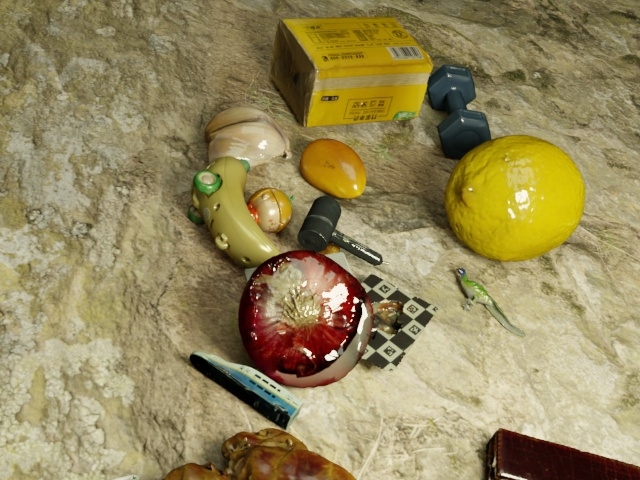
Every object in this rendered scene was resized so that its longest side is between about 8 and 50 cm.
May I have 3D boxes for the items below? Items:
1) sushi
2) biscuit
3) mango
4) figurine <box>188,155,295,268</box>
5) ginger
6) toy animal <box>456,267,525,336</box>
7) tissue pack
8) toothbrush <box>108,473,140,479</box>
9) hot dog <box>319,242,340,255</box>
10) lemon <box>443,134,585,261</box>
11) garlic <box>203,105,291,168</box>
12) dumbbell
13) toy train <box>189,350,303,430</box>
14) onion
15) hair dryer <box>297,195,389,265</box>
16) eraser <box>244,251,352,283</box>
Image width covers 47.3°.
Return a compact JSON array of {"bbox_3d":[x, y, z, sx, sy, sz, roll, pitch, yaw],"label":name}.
[{"bbox_3d":[0.122,0.181,1.555,0.192,0.040,0.210,27,50,25],"label":"sushi"},{"bbox_3d":[0.502,0.458,1.373,0.388,0.073,0.107,16,44,-1],"label":"biscuit"},{"bbox_3d":[0.037,-0.184,1.870,0.141,0.102,0.217,-21,52,-26],"label":"mango"},{"bbox_3d":[-0.169,-0.065,1.678,0.222,0.124,0.325,-13,53,-32],"label":"figurine"},{"bbox_3d":[-0.108,0.429,1.158,0.357,0.152,0.274,-25,57,-37],"label":"ginger"},{"bbox_3d":[0.374,0.151,1.676,0.075,0.041,0.217,-21,59,-35],"label":"toy animal"},{"bbox_3d":[0.083,-0.491,2.108,0.381,0.228,0.293,-9,49,-27],"label":"tissue pack"},{"bbox_3d":[-0.398,0.403,1.191,0.204,0.022,0.017,-3,30,-20],"label":"toothbrush"},{"bbox_3d":[-0.002,0.000,1.704,0.089,0.060,0.140,-5,56,-24],"label":"hot dog"},{"bbox_3d":[0.466,-0.100,1.768,0.335,0.336,0.336,9,43,-8],"label":"lemon"},{"bbox_3d":[-0.186,-0.274,1.893,0.227,0.110,0.217,-2,43,-19],"label":"garlic"},{"bbox_3d":[0.404,-0.384,2.162,0.143,0.156,0.316,-14,43,11],"label":"dumbbell"},{"bbox_3d":[-0.144,0.269,1.385,0.233,0.052,0.051,30,42,15],"label":"toy train"},{"bbox_3d":[-0.034,0.154,1.453,0.271,0.195,0.272,1,86,-14],"label":"onion"},{"bbox_3d":[0.063,-0.003,1.652,0.219,0.071,0.124,30,50,-3],"label":"hair dryer"},{"bbox_3d":[-0.044,0.091,1.574,0.225,0.052,0.096,-10,49,-12],"label":"eraser"}]
